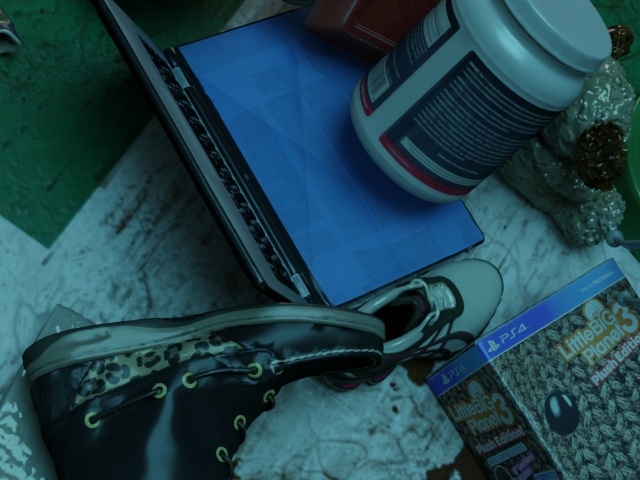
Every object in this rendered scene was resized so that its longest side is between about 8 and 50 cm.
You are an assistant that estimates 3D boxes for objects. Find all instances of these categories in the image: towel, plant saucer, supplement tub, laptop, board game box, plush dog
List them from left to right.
[{"bbox_3d":[-0.259,0.224,1.570,0.187,0.049,0.282,30,61,-9],"label":"towel"},{"bbox_3d":[-0.023,-0.132,1.705,0.236,0.408,0.382,-32,76,4],"label":"laptop"},{"bbox_3d":[0.151,-0.312,1.832,0.259,0.258,0.048,23,17,-30],"label":"plant saucer"},{"bbox_3d":[0.183,-0.189,1.742,0.191,0.272,0.191,32,35,-25],"label":"supplement tub"},{"bbox_3d":[0.306,-0.150,1.851,0.210,0.225,0.262,12,64,-17],"label":"plush dog"},{"bbox_3d":[0.310,0.210,1.746,0.232,0.141,0.291,-29,81,-29],"label":"board game box"}]

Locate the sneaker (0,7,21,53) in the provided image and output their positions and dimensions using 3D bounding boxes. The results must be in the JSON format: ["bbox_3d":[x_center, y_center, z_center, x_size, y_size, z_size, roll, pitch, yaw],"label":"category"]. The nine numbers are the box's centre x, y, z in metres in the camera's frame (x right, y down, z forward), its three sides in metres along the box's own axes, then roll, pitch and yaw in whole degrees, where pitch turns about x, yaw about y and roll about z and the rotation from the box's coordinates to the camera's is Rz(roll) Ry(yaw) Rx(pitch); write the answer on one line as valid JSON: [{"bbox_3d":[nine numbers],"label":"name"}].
[{"bbox_3d":[-0.420,-0.207,1.682,0.086,0.064,0.192,46,56,8],"label":"sneaker"}]

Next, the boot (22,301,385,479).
[{"bbox_3d":[-0.101,0.217,1.523,0.377,0.138,0.284,-4,70,-16],"label":"boot"}]

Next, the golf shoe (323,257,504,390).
[{"bbox_3d":[0.122,0.088,1.739,0.273,0.120,0.105,-26,78,-30],"label":"golf shoe"}]

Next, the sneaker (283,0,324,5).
[{"bbox_3d":[0.024,-0.406,1.893,0.295,0.178,0.124,-37,118,-15],"label":"sneaker"}]

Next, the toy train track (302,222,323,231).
[{"bbox_3d":[0.000,0.000,1.788,0.048,0.014,0.083,-32,83,-29],"label":"toy train track"}]

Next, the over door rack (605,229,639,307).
[{"bbox_3d":[0.462,0.014,1.803,0.239,0.108,0.324,39,51,-25],"label":"over door rack"}]

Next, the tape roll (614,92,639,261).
[{"bbox_3d":[0.531,-0.075,1.995,0.321,0.077,0.321,8,65,-18],"label":"tape roll"}]
